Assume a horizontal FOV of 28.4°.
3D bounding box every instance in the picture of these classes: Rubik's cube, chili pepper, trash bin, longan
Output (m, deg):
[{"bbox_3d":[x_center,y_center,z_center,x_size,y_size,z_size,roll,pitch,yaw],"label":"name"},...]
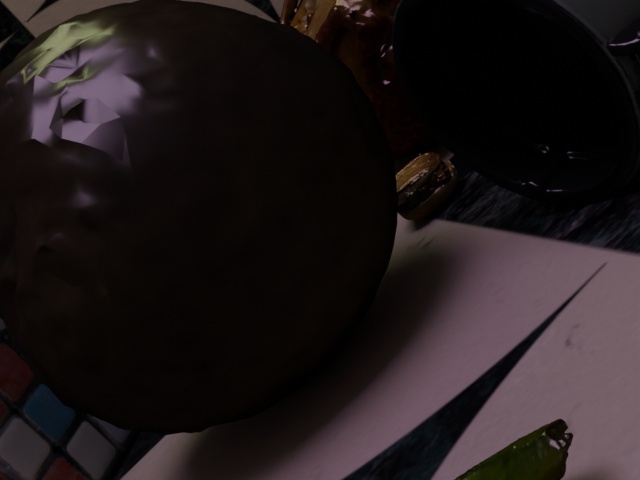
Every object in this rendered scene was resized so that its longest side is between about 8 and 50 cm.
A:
[{"bbox_3d":[-0.376,0.199,1.383,0.256,0.253,0.259,-34,14,33],"label":"Rubik's cube"},{"bbox_3d":[0.061,0.160,0.685,0.202,0.050,0.052,-37,29,18],"label":"chili pepper"},{"bbox_3d":[0.214,-0.193,0.996,0.277,0.217,0.262,5,45,50],"label":"trash bin"},{"bbox_3d":[-0.127,-0.027,1.107,0.391,0.391,0.391,-40,13,11],"label":"longan"}]

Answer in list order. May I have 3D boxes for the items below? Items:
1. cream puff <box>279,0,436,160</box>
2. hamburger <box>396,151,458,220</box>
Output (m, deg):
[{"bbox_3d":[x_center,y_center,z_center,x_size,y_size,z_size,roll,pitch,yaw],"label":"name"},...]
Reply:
[{"bbox_3d":[0.084,-0.238,1.463,0.350,0.229,0.350,-161,90,-77],"label":"cream puff"},{"bbox_3d":[0.102,-0.054,1.260,0.076,0.044,0.083,-41,11,15],"label":"hamburger"}]
